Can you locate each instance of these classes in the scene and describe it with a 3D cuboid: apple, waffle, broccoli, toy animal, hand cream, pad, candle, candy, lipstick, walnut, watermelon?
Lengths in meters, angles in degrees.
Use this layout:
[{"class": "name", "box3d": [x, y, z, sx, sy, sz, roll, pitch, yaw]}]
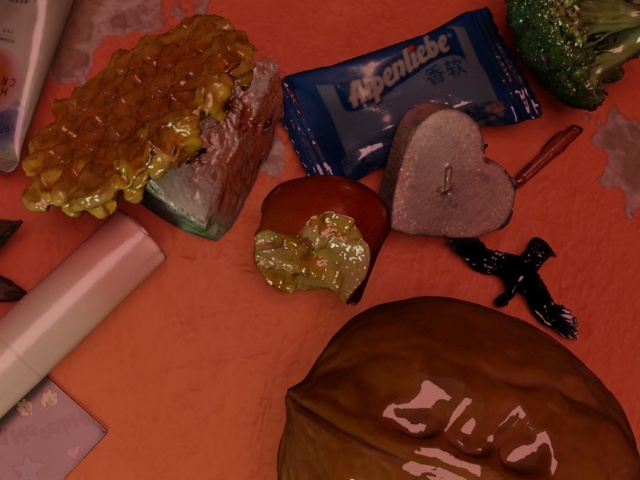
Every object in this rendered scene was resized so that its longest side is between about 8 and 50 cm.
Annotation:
[{"class": "apple", "box3d": [-0.001, -0.007, 1.124, 0.158, 0.156, 0.147, 23, 61, 7]}, {"class": "waffle", "box3d": [-0.220, -0.147, 1.071, 0.325, 0.302, 0.068, -49, 128, -8]}, {"class": "broccoli", "box3d": [0.365, -0.293, 1.169, 0.270, 0.270, 0.270, 11, 75, 35]}, {"class": "toy animal", "box3d": [0.267, 0.045, 1.205, 0.220, 0.062, 0.108, 35, 97, -1]}, {"class": "hand cream", "box3d": [-0.382, -0.255, 1.152, 0.124, 0.078, 0.341, 14, 79, 18]}, {"class": "pad", "box3d": [-0.403, 0.266, 1.090, 0.170, 0.006, 0.245, 42, 78, 2]}, {"class": "candle", "box3d": [0.295, -0.102, 1.249, 0.167, 0.021, 0.026, -42, 62, -12]}, {"class": "candy", "box3d": [0.111, -0.186, 1.211, 0.331, 0.077, 0.187, -22, 76, -7]}, {"class": "lipstick", "box3d": [-0.330, 0.104, 1.082, 0.087, 0.087, 0.327, 44, 75, 1]}, {"class": "walnut", "box3d": [0.146, 0.245, 1.016, 0.397, 0.308, 0.354, 18, 77, -6]}, {"class": "candle", "box3d": [0.150, -0.073, 1.166, 0.168, 0.068, 0.192, -35, 115, 2]}, {"class": "watermelon", "box3d": [-0.127, -0.127, 1.161, 0.154, 0.094, 0.241, 37, 78, -8]}]

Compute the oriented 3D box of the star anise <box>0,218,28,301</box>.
[{"class": "star anise", "box3d": [-0.472, 0.015, 1.089, 0.230, 0.081, 0.262, -27, 87, -1]}]
